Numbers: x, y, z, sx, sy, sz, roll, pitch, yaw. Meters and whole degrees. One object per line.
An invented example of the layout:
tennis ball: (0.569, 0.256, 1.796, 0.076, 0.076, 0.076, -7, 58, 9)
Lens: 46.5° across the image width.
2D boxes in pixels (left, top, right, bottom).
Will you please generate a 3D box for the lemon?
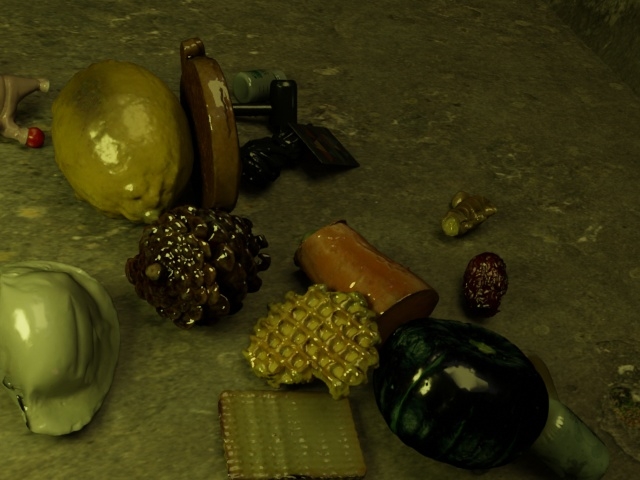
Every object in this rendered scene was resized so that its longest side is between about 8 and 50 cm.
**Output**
lemon: (-0.379, -0.187, 1.453, 0.285, 0.285, 0.316, -39, 103, -47)

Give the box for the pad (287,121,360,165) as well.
pad: (0.012, -0.236, 1.841, 0.143, 0.003, 0.211, 50, 24, 15)

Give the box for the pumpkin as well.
pumpkin: (0.240, 0.281, 1.346, 0.315, 0.238, 0.315, 23, 22, -10)

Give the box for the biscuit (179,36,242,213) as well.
biscuit: (-0.216, -0.221, 1.468, 0.070, 0.350, 0.394, -9, 9, -15)

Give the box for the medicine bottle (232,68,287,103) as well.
medicine bottle: (-0.154, -0.401, 1.924, 0.130, 0.080, 0.080, -21, 61, -40)

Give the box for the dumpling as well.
dumpling: (-0.419, 0.160, 1.187, 0.175, 0.243, 0.227, 8, 4, 38)

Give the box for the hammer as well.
hammer: (0.462, 0.334, 1.503, 0.202, 0.113, 0.305, 46, 20, -24)

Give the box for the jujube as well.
jujube: (0.369, 0.100, 1.699, 0.104, 0.104, 0.166, 28, 49, -1)

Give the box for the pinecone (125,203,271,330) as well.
pinecone: (-0.220, 0.042, 1.350, 0.224, 0.224, 0.272, 40, 23, 12)

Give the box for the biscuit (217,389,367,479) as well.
biscuit: (-0.051, 0.337, 1.280, 0.254, 0.029, 0.172, 7, 45, -24)

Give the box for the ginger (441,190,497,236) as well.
ginger: (0.372, -0.062, 1.872, 0.115, 0.081, 0.205, 28, 39, 8)

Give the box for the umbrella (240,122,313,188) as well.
umbrella: (-0.095, -0.220, 1.770, 0.118, 0.118, 0.340, 34, 32, 6)

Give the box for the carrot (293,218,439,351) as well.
carrot: (0.088, 0.079, 1.504, 0.196, 0.196, 0.254, -15, 54, -39)

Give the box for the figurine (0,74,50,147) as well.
figurine: (-0.678, -0.285, 1.463, 0.287, 0.176, 0.186, 14, 16, -37)

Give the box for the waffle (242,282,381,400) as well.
waffle: (-0.018, 0.185, 1.339, 0.253, 0.056, 0.249, -18, 46, 6)

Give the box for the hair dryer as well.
hair dryer: (-0.178, -0.340, 1.841, 0.248, 0.114, 0.070, -2, 16, -15)

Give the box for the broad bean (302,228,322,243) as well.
broad bean: (0.000, 0.000, 1.637, 0.083, 0.045, 0.063, -15, 55, -29)
